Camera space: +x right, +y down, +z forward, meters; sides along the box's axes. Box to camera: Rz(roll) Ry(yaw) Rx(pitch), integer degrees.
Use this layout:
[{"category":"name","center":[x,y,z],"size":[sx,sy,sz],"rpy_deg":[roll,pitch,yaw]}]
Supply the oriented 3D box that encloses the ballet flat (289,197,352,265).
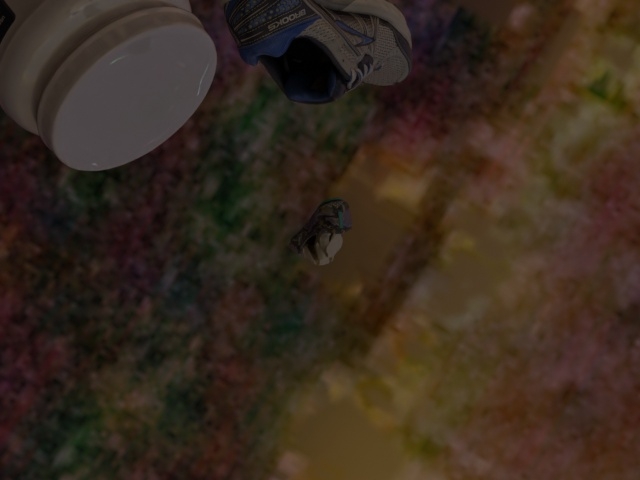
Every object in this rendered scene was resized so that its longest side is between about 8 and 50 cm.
[{"category":"ballet flat","center":[0.000,0.000,1.380],"size":[0.041,0.041,0.114],"rpy_deg":[-57,-178,-25]}]

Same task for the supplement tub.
[{"category":"supplement tub","center":[-0.235,-0.213,1.410],"size":[0.191,0.272,0.191],"rpy_deg":[-32,155,-17]}]

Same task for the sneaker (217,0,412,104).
[{"category":"sneaker","center":[-0.001,-0.084,0.721],"size":[0.052,0.058,0.135],"rpy_deg":[-22,158,31]}]
